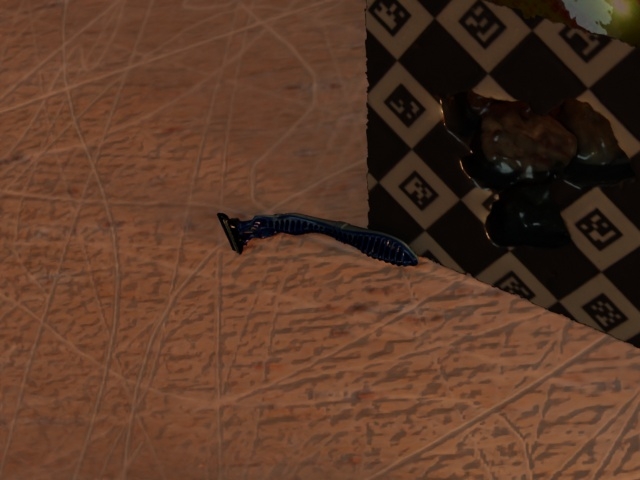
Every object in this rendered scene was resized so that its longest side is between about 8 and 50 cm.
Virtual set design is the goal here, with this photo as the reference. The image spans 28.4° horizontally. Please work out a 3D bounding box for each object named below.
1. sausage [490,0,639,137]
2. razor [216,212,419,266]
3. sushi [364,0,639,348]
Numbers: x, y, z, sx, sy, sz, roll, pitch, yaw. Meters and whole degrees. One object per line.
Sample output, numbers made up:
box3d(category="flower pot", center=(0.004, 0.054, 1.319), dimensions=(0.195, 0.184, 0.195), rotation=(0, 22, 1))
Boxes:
box3d(category="sausage", center=(0.150, -0.170, 0.834), dimensions=(0.125, 0.117, 0.317), rotation=(-32, 64, -24))
box3d(category="razor", center=(0.001, -0.004, 0.916), dimensions=(0.154, 0.044, 0.028), rotation=(8, 55, 24))
box3d(category="sushi", center=(0.137, -0.059, 0.806), dimensions=(0.231, 0.220, 0.047), rotation=(23, 47, 27))
